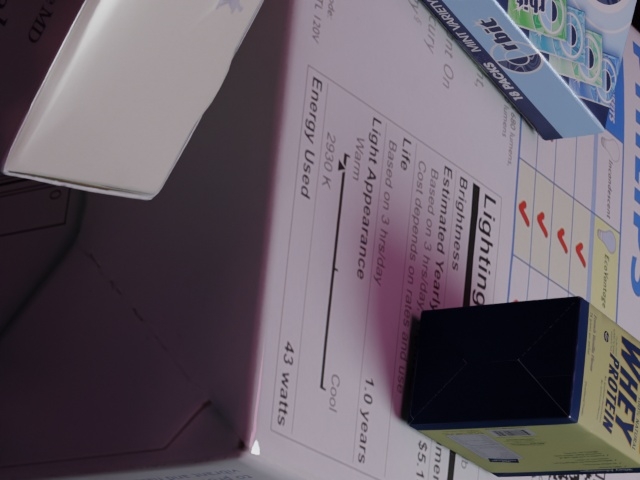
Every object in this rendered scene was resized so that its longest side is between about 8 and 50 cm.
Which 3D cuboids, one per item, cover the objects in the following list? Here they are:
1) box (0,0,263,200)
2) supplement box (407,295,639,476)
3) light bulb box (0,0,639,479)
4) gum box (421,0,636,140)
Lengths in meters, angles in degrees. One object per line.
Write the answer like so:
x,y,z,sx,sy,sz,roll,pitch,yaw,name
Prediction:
-0.155,-0.135,0.787,0.094,0.275,0.113,9,114,-55,box
0.098,0.068,0.876,0.083,0.083,0.056,34,58,-48,supplement box
0.000,0.000,1.023,0.361,0.225,0.358,32,57,-48,light bulb box
0.109,-0.170,0.974,0.157,0.041,0.184,43,54,-40,gum box
